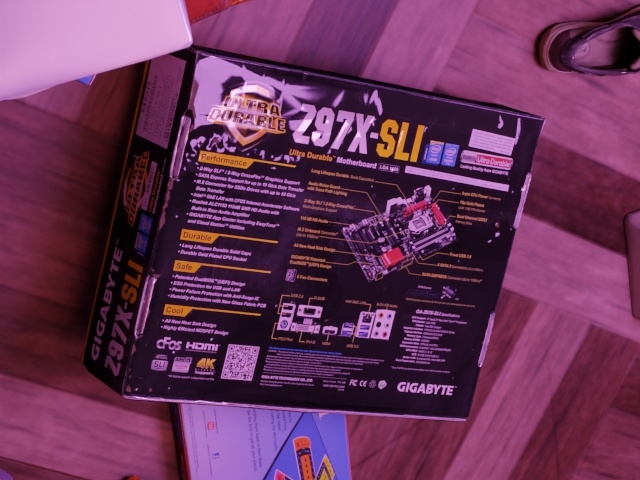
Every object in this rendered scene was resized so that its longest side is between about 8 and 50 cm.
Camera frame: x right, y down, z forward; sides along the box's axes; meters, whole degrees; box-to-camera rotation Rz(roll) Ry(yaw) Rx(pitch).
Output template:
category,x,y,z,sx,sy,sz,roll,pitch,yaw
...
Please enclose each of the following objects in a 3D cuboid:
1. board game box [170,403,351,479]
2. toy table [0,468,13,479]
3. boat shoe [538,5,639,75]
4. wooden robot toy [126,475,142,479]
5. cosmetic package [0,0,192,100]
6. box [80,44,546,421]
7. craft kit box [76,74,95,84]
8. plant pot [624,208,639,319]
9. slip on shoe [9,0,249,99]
category,x,y,z,sx,sy,sz,roll,pitch,yaw
board game box,-0.046,0.175,1.449,0.145,0.027,0.281,-15,117,-20
toy table,-0.351,0.229,1.202,0.274,0.252,0.160,11,92,-30
boat shoe,0.254,-0.158,1.440,0.152,0.049,0.056,-15,117,-21
wooden robot toy,-0.141,0.230,1.411,0.173,0.079,0.076,-30,160,14
cosmetic package,-0.170,-0.211,0.984,0.138,0.224,0.224,-16,106,-3
box,0.000,0.000,1.338,0.322,0.079,0.257,7,100,-33
craft kit box,-0.204,-0.263,1.110,0.250,0.061,0.246,27,101,-13
plant pot,0.341,0.025,1.539,0.109,0.096,0.109,-20,119,-17
slip on shoe,-0.104,-0.196,1.211,0.331,0.101,0.123,-28,123,-12
